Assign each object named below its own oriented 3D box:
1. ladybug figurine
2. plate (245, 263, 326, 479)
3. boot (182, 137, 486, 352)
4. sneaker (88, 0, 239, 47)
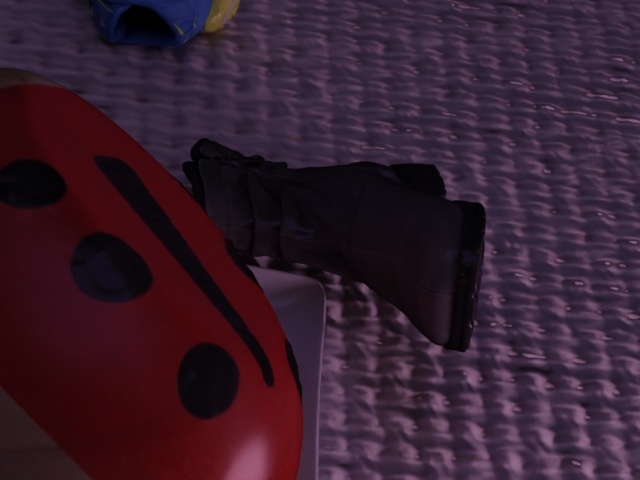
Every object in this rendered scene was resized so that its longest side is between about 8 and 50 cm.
[{"bbox_3d":[-0.160,0.040,1.262,0.449,0.162,0.305,49,22,20],"label":"ladybug figurine"},{"bbox_3d":[-0.137,0.115,1.410,0.278,0.045,0.277,10,44,-8],"label":"plate"},{"bbox_3d":[0.000,0.000,1.463,0.222,0.118,0.338,7,9,-10],"label":"boot"},{"bbox_3d":[-0.198,-0.261,1.731,0.240,0.091,0.126,29,46,10],"label":"sneaker"}]
